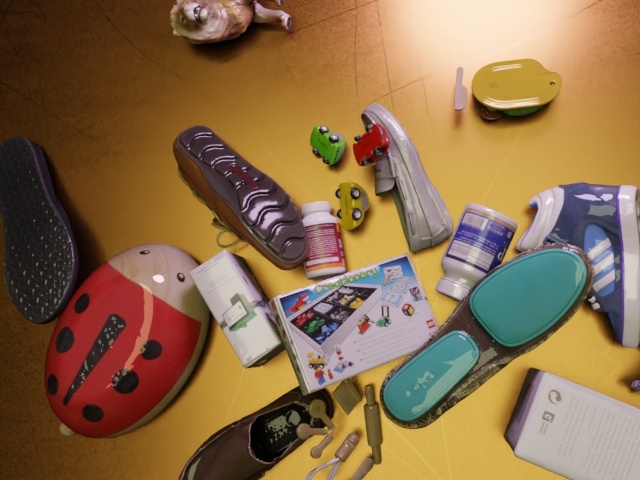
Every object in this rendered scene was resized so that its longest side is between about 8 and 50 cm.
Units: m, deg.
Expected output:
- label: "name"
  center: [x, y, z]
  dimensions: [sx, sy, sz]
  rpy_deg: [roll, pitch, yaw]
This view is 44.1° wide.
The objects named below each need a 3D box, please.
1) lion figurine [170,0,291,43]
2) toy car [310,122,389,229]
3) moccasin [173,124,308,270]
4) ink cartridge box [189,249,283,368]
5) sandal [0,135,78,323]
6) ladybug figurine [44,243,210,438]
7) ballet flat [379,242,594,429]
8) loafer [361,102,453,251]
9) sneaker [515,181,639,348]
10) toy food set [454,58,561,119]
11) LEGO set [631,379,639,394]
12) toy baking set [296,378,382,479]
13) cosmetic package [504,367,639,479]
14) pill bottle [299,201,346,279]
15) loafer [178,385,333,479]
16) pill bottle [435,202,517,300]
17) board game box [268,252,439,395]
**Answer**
- label: "lion figurine"
  center: [-0.163, -0.590, 1.719]
  dimensions: [0.240, 0.142, 0.392]
  rpy_deg: [12, 71, 17]
- label: "toy car"
  center: [0.055, -0.168, 1.623]
  dimensions: [0.225, 0.053, 0.239]
  rpy_deg: [49, 132, 41]
- label: "moccasin"
  center: [-0.171, -0.072, 1.632]
  dimensions: [0.380, 0.147, 0.139]
  rpy_deg: [39, 55, 17]
- label: "ink cartridge box"
  center: [-0.155, 0.140, 1.596]
  dimensions: [0.092, 0.160, 0.219]
  rpy_deg: [-33, 80, 3]
- label: "sandal"
  center: [-0.603, -0.027, 1.715]
  dimensions: [0.167, 0.107, 0.446]
  rpy_deg: [-25, 66, 11]
- label: "ladybug figurine"
  center: [-0.411, 0.210, 1.622]
  dimensions: [0.305, 0.162, 0.449]
  rpy_deg: [28, 88, 10]
- label: "ballet flat"
  center: [0.317, 0.182, 1.508]
  dimensions: [0.483, 0.182, 0.164]
  rpy_deg: [-44, 67, 14]
- label: "loafer"
  center: [0.156, -0.129, 1.609]
  dimensions: [0.111, 0.112, 0.319]
  rpy_deg: [-26, 80, -4]
- label: "sneaker"
  center: [0.506, 0.047, 1.548]
  dimensions: [0.236, 0.130, 0.323]
  rpy_deg: [-1, 100, 30]
- label: "toy food set"
  center: [0.380, -0.301, 1.627]
  dimensions: [0.218, 0.071, 0.128]
  rpy_deg: [-4, 58, 6]
- label: "LEGO set"
  center: [0.733, 0.207, 1.471]
  dimensions: [0.255, 0.192, 0.331]
  rpy_deg: [22, 71, -8]
- label: "toy baking set"
  center: [0.041, 0.399, 1.545]
  dimensions: [0.196, 0.030, 0.256]
  rpy_deg: [-14, 97, -32]
- label: "cosmetic package"
  center: [0.579, 0.390, 1.424]
  dimensions: [0.453, 0.230, 0.161]
  rpy_deg: [21, 87, 11]
- label: "pill bottle"
  center: [0.000, 0.000, 1.628]
  dimensions: [0.086, 0.086, 0.152]
  rpy_deg: [-10, 82, 7]
- label: "loafer"
  center: [-0.144, 0.408, 1.574]
  dimensions: [0.366, 0.130, 0.134]
  rpy_deg: [-39, 79, 2]
- label: "pill bottle"
  center: [0.304, 0.031, 1.567]
  dimensions: [0.112, 0.112, 0.187]
  rpy_deg: [25, 87, 10]
- label: "board game box"
  center: [0.072, 0.159, 1.547]
  dimensions: [0.305, 0.053, 0.193]
  rpy_deg: [-17, 79, -23]
